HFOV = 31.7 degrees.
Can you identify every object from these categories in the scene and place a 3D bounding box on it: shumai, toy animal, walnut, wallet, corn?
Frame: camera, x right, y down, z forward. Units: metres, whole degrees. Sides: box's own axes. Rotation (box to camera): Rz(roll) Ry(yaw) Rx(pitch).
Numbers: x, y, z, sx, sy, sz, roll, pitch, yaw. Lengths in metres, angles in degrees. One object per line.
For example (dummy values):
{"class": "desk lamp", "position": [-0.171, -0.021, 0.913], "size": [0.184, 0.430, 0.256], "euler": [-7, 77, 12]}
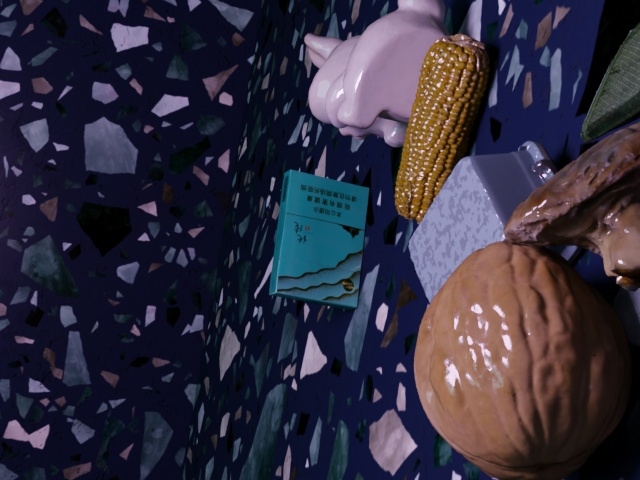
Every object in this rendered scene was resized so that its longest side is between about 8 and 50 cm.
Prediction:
{"class": "shumai", "position": [0.297, -0.024, 1.111], "size": [0.153, 0.210, 0.161], "euler": [56, 169, 17]}
{"class": "toy animal", "position": [0.096, -0.281, 1.829], "size": [0.368, 0.196, 0.241], "euler": [-162, 90, -72]}
{"class": "walnut", "position": [0.210, 0.122, 1.182], "size": [0.225, 0.225, 0.260], "euler": [124, 150, -53]}
{"class": "wallet", "position": [0.349, -0.189, 1.094], "size": [0.160, 0.055, 0.236], "euler": [-56, 6, -22]}
{"class": "corn", "position": [0.171, -0.159, 1.653], "size": [0.106, 0.106, 0.293], "euler": [-123, 47, -67]}

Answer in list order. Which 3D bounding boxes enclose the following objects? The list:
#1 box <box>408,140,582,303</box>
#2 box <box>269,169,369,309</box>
{"class": "box", "position": [0.212, 0.001, 1.371], "size": [0.227, 0.130, 0.162], "euler": [-61, 40, 45]}
{"class": "box", "position": [0.000, 0.000, 2.012], "size": [0.042, 0.161, 0.226], "euler": [155, 124, -65]}
